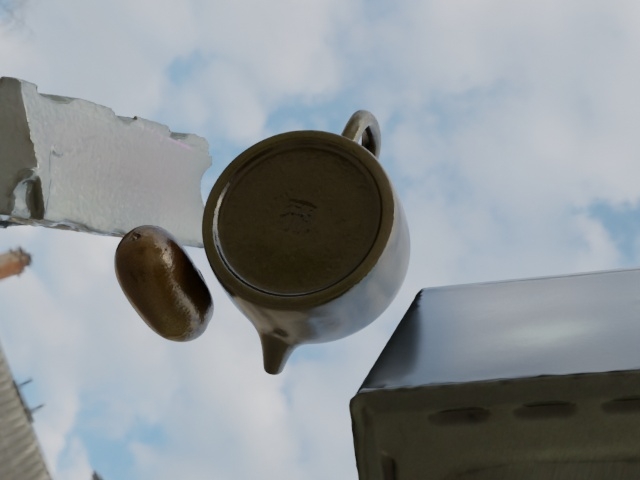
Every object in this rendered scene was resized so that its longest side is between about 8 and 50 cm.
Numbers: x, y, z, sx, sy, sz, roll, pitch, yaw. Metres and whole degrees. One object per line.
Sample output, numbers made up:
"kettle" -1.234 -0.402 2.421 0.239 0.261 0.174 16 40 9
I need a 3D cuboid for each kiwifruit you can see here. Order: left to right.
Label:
"kiwifruit" -0.144 0.041 0.886 0.075 0.075 0.124 11 -41 39

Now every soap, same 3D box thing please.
"soap" -0.249 -0.083 1.155 0.258 0.302 0.159 163 -70 -72

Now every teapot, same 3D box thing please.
"teapot" 0.000 0.000 0.929 0.185 0.268 0.175 20 -18 18

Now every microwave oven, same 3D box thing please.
"microwave oven" 0.175 0.249 0.538 0.236 0.374 0.432 -7 -85 13
